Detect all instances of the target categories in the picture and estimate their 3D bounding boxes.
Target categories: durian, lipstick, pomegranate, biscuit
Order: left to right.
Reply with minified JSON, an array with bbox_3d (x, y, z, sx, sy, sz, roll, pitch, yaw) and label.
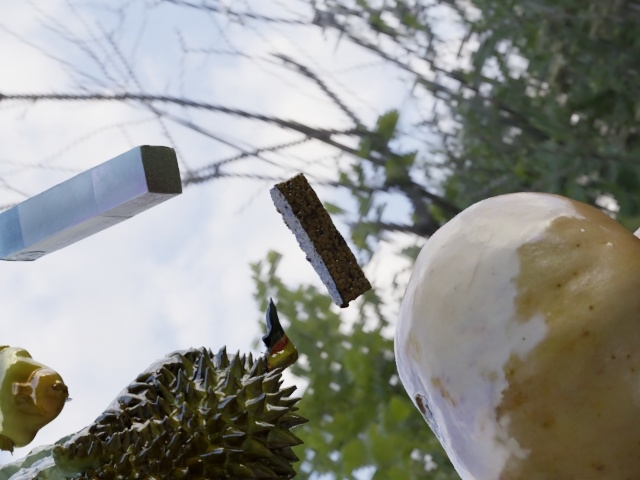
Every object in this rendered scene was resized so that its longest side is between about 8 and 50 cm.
[{"bbox_3d":[-0.313,-0.046,1.852,0.066,0.317,0.068,3,-109,-49],"label":"lipstick"},{"bbox_3d":[-0.077,0.137,0.722,0.237,0.138,0.193,-31,-2,-35],"label":"durian"},{"bbox_3d":[0.000,0.000,1.950,0.064,0.034,0.199,-32,-87,-38],"label":"biscuit"},{"bbox_3d":[0.242,0.101,1.349,0.338,0.338,0.338,-36,-41,-40],"label":"pomegranate"}]

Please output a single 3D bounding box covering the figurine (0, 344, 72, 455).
[{"bbox_3d":[-0.470,0.225,1.956,0.131,0.246,0.156,127,141,-70],"label":"figurine"}]
